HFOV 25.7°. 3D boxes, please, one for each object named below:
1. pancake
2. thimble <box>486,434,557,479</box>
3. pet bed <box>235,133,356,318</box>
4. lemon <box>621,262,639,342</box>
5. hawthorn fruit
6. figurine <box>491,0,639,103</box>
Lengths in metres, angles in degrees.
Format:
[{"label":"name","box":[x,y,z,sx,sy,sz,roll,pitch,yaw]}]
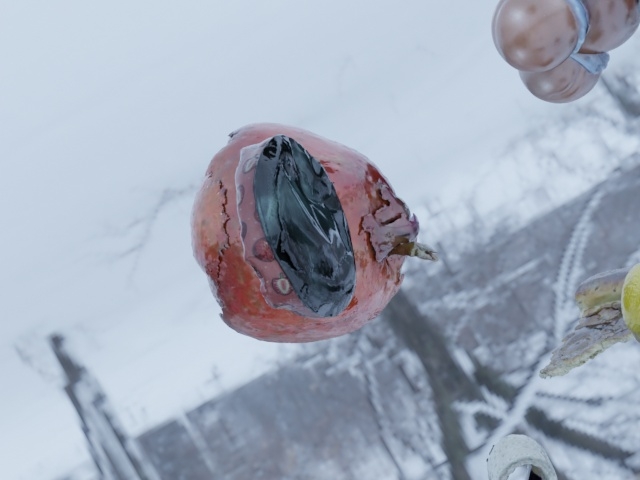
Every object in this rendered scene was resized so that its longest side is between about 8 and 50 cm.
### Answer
[{"label":"pancake","box":[0.425,0.122,2.094,0.244,0.057,0.266,-38,-167,-7]},{"label":"thimble","box":[0.313,0.369,2.192,0.102,0.115,0.090,12,-163,-9]},{"label":"pet bed","box":[-0.022,-0.012,1.403,0.053,0.201,0.201,-18,-179,25]},{"label":"lemon","box":[0.354,0.061,1.464,0.082,0.111,0.082,1,158,1]},{"label":"hawthorn fruit","box":[0.000,0.000,1.682,0.307,0.276,0.276,9,-168,21]},{"label":"figurine","box":[0.456,-0.335,1.990,0.388,0.248,0.276,2,166,22]}]
